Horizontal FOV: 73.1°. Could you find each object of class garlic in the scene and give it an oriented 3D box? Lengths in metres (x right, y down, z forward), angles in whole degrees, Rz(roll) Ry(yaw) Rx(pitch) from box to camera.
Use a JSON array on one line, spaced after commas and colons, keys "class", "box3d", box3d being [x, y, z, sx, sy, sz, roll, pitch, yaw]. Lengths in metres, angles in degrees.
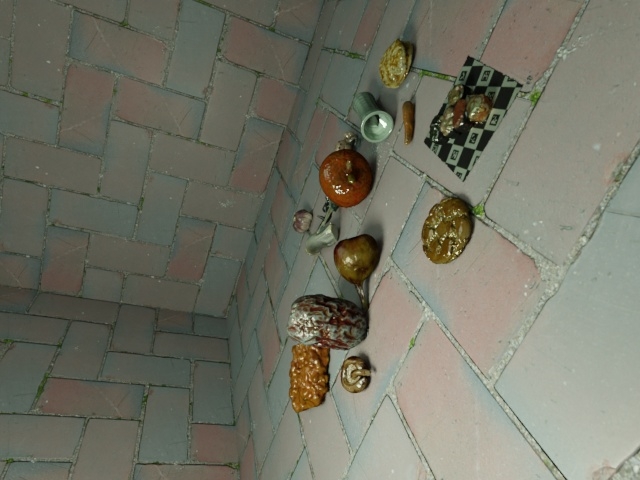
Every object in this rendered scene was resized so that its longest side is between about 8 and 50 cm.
[{"class": "garlic", "box3d": [-0.116, -0.115, 2.584, 0.159, 0.101, 0.147, 154, 124, -65]}]

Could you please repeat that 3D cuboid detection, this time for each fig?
[{"class": "fig", "box3d": [0.139, 0.115, 1.704, 0.190, 0.190, 0.291, 144, 135, -60]}]

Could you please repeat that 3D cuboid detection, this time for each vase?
[{"class": "vase", "box3d": [0.224, -0.565, 1.935, 0.299, 0.143, 0.143, -100, 30, -52]}]

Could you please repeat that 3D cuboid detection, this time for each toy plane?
[{"class": "toy plane", "box3d": [0.038, -0.154, 2.107, 0.262, 0.088, 0.192, -52, -22, -11]}]

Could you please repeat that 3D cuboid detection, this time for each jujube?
[{"class": "jujube", "box3d": [0.023, 0.321, 1.693, 0.226, 0.316, 0.226, -167, 90, -77]}]

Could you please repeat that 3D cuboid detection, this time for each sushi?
[{"class": "sushi", "box3d": [0.434, -0.401, 1.373, 0.339, 0.068, 0.320, -107, 35, -52]}]

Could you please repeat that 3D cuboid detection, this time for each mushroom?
[{"class": "mushroom", "box3d": [0.138, 0.499, 1.614, 0.170, 0.080, 0.135, 145, 122, -60]}, {"class": "mushroom", "box3d": [-0.002, 0.000, 2.214, 0.351, 0.109, 0.097, 144, 136, -61]}]

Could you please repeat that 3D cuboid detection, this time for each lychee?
[{"class": "lychee", "box3d": [0.115, -0.276, 1.901, 0.300, 0.255, 0.255, 152, 127, -68]}]

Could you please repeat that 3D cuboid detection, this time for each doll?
[{"class": "doll", "box3d": [0.105, -0.417, 2.194, 0.278, 0.119, 0.154, -64, 24, 8]}]

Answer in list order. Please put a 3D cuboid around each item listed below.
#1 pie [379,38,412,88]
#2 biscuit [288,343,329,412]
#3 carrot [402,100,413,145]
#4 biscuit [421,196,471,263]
[{"class": "pie", "box3d": [0.323, -0.756, 1.841, 0.179, 0.084, 0.205, 123, 149, -46]}, {"class": "biscuit", "box3d": [-0.060, 0.622, 2.010, 0.312, 0.110, 0.318, 134, 143, -52]}, {"class": "carrot", "box3d": [0.343, -0.457, 1.685, 0.047, 0.047, 0.191, 147, 128, -62]}, {"class": "biscuit", "box3d": [0.382, -0.032, 1.336, 0.226, 0.042, 0.226, -168, 90, -71]}]
